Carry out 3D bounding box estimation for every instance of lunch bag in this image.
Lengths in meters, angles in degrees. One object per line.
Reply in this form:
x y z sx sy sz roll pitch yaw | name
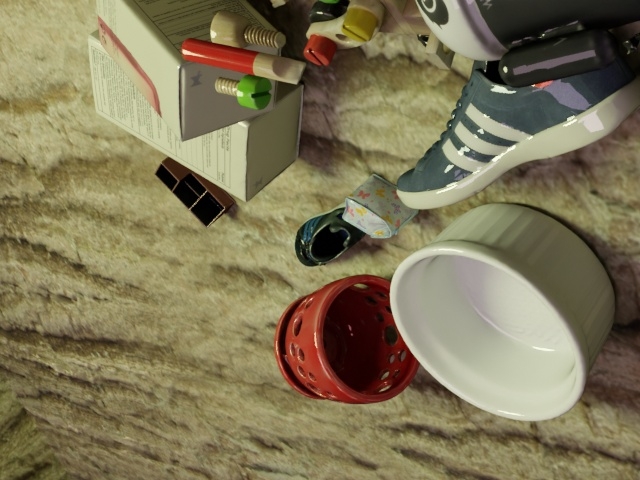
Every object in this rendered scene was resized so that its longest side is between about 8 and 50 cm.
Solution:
0.083 -0.041 1.396 0.083 0.071 0.053 30 140 21 | lunch bag

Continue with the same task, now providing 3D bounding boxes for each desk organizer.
-0.208 -0.087 1.669 0.130 0.050 0.047 46 145 0 | desk organizer

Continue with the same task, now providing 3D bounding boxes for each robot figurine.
0.215 -0.267 0.922 0.278 0.209 0.173 -12 123 34 | robot figurine

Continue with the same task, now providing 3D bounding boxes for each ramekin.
0.240 0.086 1.305 0.277 0.135 0.277 28 142 25 | ramekin

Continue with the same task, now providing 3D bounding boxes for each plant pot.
0.031 0.157 1.545 0.191 0.191 0.174 54 147 -11 | plant pot

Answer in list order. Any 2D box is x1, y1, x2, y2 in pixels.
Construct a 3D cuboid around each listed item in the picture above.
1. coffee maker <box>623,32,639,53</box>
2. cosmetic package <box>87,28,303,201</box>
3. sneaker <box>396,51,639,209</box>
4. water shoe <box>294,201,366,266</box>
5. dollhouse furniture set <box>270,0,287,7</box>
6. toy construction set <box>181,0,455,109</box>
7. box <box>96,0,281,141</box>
0.407 -0.154 0.935 0.178 0.120 0.171 54 167 -9 | coffee maker
-0.180 -0.204 1.458 0.296 0.129 0.153 32 141 20 | cosmetic package
0.194 -0.148 1.144 0.350 0.131 0.148 -26 98 48 | sneaker
0.000 0.000 1.514 0.073 0.080 0.203 48 145 -2 | water shoe
-0.147 -0.334 1.254 0.182 0.161 0.101 52 154 -22 | dollhouse furniture set
0.037 -0.251 1.062 0.237 0.309 0.257 17 144 28 | toy construction set
-0.175 -0.261 1.321 0.232 0.148 0.127 50 149 31 | box
